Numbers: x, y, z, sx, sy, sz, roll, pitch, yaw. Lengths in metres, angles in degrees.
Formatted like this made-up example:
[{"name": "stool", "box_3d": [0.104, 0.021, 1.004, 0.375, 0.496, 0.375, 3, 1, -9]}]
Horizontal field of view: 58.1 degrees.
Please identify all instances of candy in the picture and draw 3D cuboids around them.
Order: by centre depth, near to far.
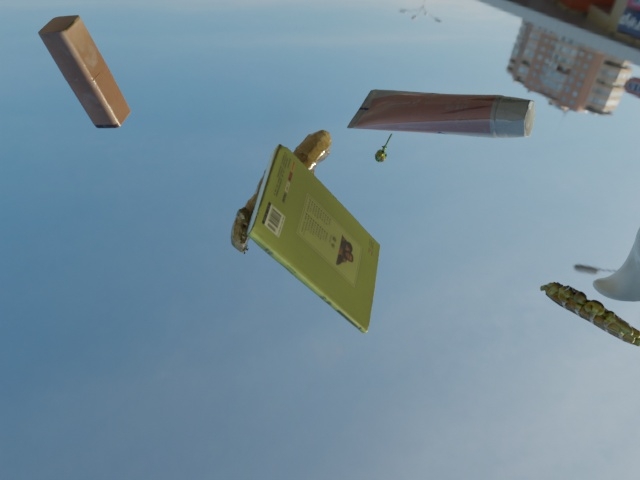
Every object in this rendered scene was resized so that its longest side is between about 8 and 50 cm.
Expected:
[{"name": "candy", "box_3d": [0.125, -0.181, 1.108, 0.023, 0.025, 0.083, -12, -140, 44]}]

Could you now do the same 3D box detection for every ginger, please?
[{"name": "ginger", "box_3d": [-0.086, -0.108, 1.228, 0.081, 0.148, 0.334, 36, -124, 12]}]

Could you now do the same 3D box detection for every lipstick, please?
[{"name": "lipstick", "box_3d": [-0.306, -0.217, 0.758, 0.045, 0.145, 0.045, 4, -130, 21]}]

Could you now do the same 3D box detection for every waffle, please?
[{"name": "waffle", "box_3d": [0.803, 0.214, 1.702, 0.301, 0.058, 0.281, 33, -176, 6]}]

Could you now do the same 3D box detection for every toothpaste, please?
[{"name": "toothpaste", "box_3d": [0.125, -0.136, 0.618, 0.194, 0.043, 0.067, 12, -121, 32]}]

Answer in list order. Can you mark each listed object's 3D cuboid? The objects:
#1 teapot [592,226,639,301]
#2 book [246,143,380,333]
[{"name": "teapot", "box_3d": [0.273, 0.006, 0.328, 0.145, 0.092, 0.226, 0, -174, -35]}, {"name": "book", "box_3d": [0.000, 0.000, 1.149, 0.035, 0.352, 0.239, -22, -141, 33]}]
